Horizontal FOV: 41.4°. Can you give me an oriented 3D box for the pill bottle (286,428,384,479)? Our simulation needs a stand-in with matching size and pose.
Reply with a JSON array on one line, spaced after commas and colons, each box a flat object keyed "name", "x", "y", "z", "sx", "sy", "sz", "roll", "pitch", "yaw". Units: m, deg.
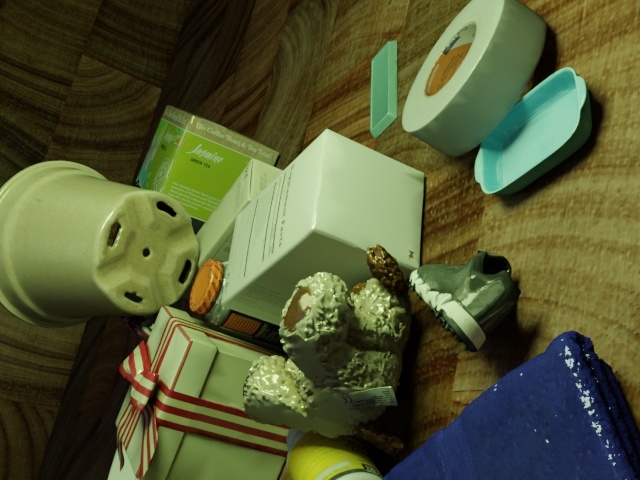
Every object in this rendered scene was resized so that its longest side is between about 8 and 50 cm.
[{"name": "pill bottle", "x": 0.016, "y": 0.297, "z": 1.081, "sx": 0.103, "sy": 0.103, "sz": 0.184, "roll": -64, "pitch": 24, "yaw": 10}]

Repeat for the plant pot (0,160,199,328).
[{"name": "plant pot", "x": -0.406, "y": 0.016, "z": 1.578, "sx": 0.306, "sy": 0.334, "sz": 0.333, "roll": 4, "pitch": 73, "yaw": 43}]

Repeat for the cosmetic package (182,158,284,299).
[{"name": "cosmetic package", "x": -0.135, "y": 0.005, "z": 1.595, "sx": 0.309, "sy": 0.160, "sz": 0.113, "roll": -46, "pitch": 31, "yaw": 39}]

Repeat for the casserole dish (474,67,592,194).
[{"name": "casserole dish", "x": 0.256, "y": -0.122, "z": 1.004, "sx": 0.188, "sy": 0.037, "sz": 0.114, "roll": -39, "pitch": 36, "yaw": 48}]

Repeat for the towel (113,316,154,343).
[{"name": "towel", "x": -0.305, "y": 0.226, "z": 1.689, "sx": 0.037, "sy": 0.237, "sz": 0.329, "roll": -49, "pitch": 20, "yaw": -14}]

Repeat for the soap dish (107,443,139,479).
[{"name": "soap dish", "x": -0.344, "y": 0.502, "z": 1.671, "sx": 0.229, "sy": 0.118, "sz": 0.290, "roll": -22, "pitch": 51, "yaw": 60}]

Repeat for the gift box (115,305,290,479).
[{"name": "gift box", "x": -0.193, "y": 0.277, "z": 1.358, "sx": 0.255, "sy": 0.258, "sz": 0.276, "roll": 11, "pitch": 80, "yaw": 67}]

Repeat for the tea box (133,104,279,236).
[{"name": "tea box", "x": -0.291, "y": -0.118, "z": 1.960, "sx": 0.323, "sy": 0.220, "sz": 0.329, "roll": -66, "pitch": 23, "yaw": 3}]

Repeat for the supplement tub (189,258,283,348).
[{"name": "supplement tub", "x": -0.115, "y": 0.104, "z": 1.421, "sx": 0.117, "sy": 0.191, "sz": 0.117, "roll": -47, "pitch": 31, "yaw": 40}]

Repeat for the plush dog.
[{"name": "plush dog", "x": 0.048, "y": 0.136, "z": 1.082, "sx": 0.225, "sy": 0.211, "sz": 0.262, "roll": -56, "pitch": -5, "yaw": -45}]

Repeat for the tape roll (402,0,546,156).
[{"name": "tape roll", "x": 0.199, "y": -0.221, "z": 1.120, "sx": 0.219, "sy": 0.072, "sz": 0.219, "roll": -54, "pitch": 16, "yaw": 23}]

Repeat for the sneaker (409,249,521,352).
[{"name": "sneaker", "x": 0.173, "y": 0.056, "z": 0.989, "sx": 0.106, "sy": 0.078, "sz": 0.234, "roll": -40, "pitch": 10, "yaw": 1}]

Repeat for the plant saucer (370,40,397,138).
[{"name": "plant saucer", "x": 0.109, "y": -0.267, "z": 1.475, "sx": 0.067, "sy": 0.018, "sz": 0.192, "roll": -43, "pitch": 35, "yaw": 45}]

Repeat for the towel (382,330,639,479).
[{"name": "towel", "x": 0.185, "y": 0.256, "z": 0.800, "sx": 0.308, "sy": 0.076, "sz": 0.227, "roll": -50, "pitch": 36, "yaw": 35}]

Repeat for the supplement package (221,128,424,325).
[{"name": "supplement package", "x": 0.000, "y": 0.000, "z": 1.276, "sx": 0.293, "sy": 0.178, "sz": 0.175, "roll": -37, "pitch": 38, "yaw": 50}]
